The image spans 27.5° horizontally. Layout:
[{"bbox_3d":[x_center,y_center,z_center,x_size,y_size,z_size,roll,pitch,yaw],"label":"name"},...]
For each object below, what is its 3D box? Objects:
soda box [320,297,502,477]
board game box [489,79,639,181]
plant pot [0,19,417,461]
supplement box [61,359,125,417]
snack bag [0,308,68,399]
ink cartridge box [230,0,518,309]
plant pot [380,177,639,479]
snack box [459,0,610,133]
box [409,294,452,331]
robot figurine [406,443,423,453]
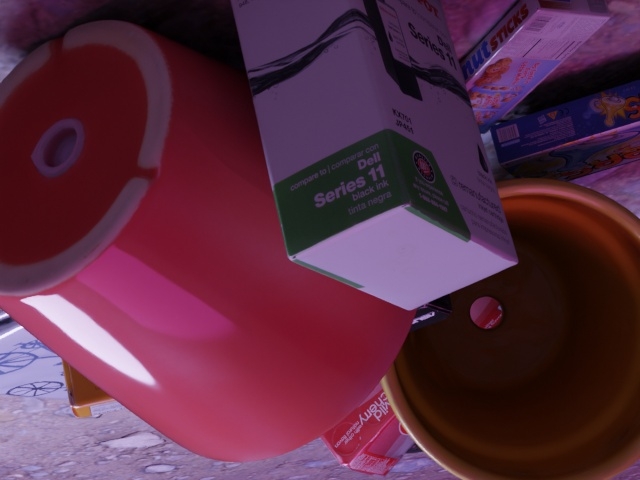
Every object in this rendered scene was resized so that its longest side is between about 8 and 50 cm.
[{"bbox_3d":[0.104,0.118,1.338,0.263,0.092,0.083,-49,146,11],"label":"soda box"},{"bbox_3d":[0.252,-0.094,1.072,0.201,0.035,0.136,-17,167,17],"label":"board game box"},{"bbox_3d":[-0.101,-0.010,0.901,0.275,0.275,0.243,-22,145,27],"label":"plant pot"},{"bbox_3d":[-0.134,0.111,1.278,0.233,0.078,0.080,-9,165,-12],"label":"supplement box"},{"bbox_3d":[-0.235,0.105,1.375,0.323,0.037,0.342,-23,161,26],"label":"snack bag"},{"bbox_3d":[0.032,-0.078,0.818,0.087,0.208,0.153,-26,154,26],"label":"ink cartridge box"},{"bbox_3d":[0.164,0.073,1.136,0.254,0.254,0.239,-9,-178,-2],"label":"plant pot"},{"bbox_3d":[0.140,-0.130,0.982,0.064,0.022,0.178,-1,157,-27],"label":"snack box"},{"bbox_3d":[0.000,0.000,1.029,0.191,0.184,0.045,-24,152,30],"label":"box"},{"bbox_3d":[0.082,0.157,1.498,0.291,0.085,0.211,23,126,-40],"label":"robot figurine"}]
